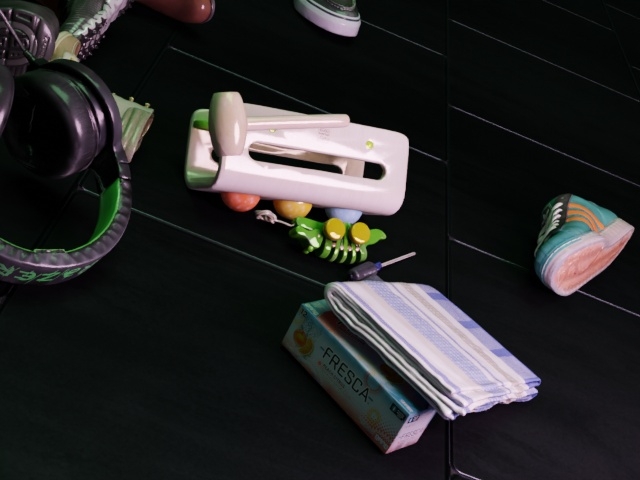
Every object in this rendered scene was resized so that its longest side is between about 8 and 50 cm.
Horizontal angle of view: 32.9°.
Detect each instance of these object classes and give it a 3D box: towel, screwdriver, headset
[{"bbox_3d":[0.135,0.120,1.248,0.209,0.034,0.285,43,17,23],"label":"towel"},{"bbox_3d":[0.084,0.029,1.440,0.170,0.024,0.025,-25,85,-56],"label":"screwdriver"},{"bbox_3d":[-0.356,-0.130,1.202,0.243,0.185,0.394,1,66,-44],"label":"headset"}]

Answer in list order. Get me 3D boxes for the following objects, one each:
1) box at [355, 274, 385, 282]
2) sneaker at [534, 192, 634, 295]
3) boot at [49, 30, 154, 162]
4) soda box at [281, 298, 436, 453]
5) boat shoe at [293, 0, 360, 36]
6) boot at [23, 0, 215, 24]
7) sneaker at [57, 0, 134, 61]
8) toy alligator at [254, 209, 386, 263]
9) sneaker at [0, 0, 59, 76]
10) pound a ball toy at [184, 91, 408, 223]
[{"bbox_3d":[0.077,0.081,1.353,0.083,0.018,0.067,40,33,23],"label":"box"},{"bbox_3d":[0.367,-0.002,1.626,0.121,0.108,0.302,37,24,21],"label":"sneaker"},{"bbox_3d":[-0.301,-0.189,1.438,0.165,0.077,0.213,18,36,-11],"label":"boot"},{"bbox_3d":[0.042,0.144,1.182,0.058,0.063,0.183,-8,44,-49],"label":"soda box"},{"bbox_3d":[0.009,-0.520,2.148,0.121,0.119,0.335,9,33,-26],"label":"boat shoe"},{"bbox_3d":[-0.337,-0.402,1.733,0.264,0.096,0.280,38,36,6],"label":"boot"},{"bbox_3d":[-0.355,-0.347,1.604,0.106,0.078,0.234,31,47,-5],"label":"sneaker"},{"bbox_3d":[0.000,0.000,1.396,0.189,0.056,0.051,9,74,-27],"label":"toy alligator"},{"bbox_3d":[-0.473,-0.271,1.390,0.286,0.109,0.130,8,24,-3],"label":"sneaker"},{"bbox_3d":[-0.033,-0.095,1.398,0.319,0.136,0.208,7,-1,-29],"label":"pound a ball toy"}]
